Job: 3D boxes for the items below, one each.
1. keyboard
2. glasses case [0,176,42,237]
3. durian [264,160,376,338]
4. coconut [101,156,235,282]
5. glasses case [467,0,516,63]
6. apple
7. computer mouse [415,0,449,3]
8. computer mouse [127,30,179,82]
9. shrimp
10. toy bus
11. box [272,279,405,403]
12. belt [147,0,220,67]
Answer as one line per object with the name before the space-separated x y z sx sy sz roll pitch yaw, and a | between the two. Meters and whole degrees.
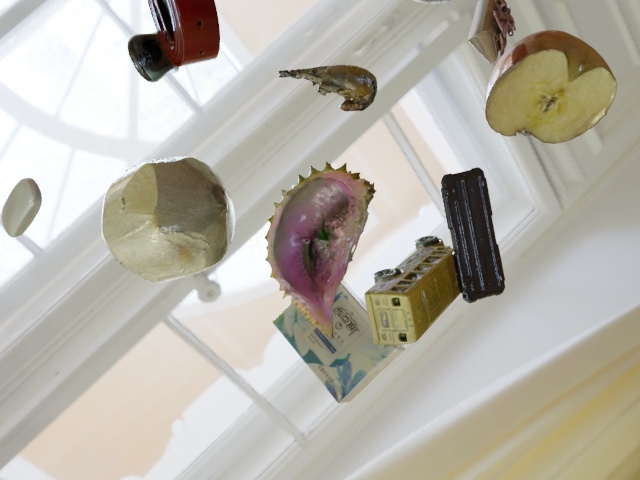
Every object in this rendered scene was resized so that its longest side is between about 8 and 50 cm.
keyboard | 0.303 -0.010 1.278 0.016 0.106 0.262 -175 72 -71
glasses case | -0.702 -0.076 1.502 0.049 0.197 0.076 -19 -105 -48
durian | -0.009 -0.005 1.089 0.186 0.261 0.154 31 179 -15
coconut | -0.289 -0.047 1.254 0.245 0.247 0.245 33 -134 -42
glasses case | 0.393 -0.470 1.411 0.102 0.193 0.070 39 136 -17
apple | 0.530 -0.376 1.527 0.292 0.251 0.163 16 -134 -16
computer mouse | 0.132 -0.553 1.144 0.323 0.116 0.183 44 158 -8
computer mouse | -0.463 -0.530 1.820 0.233 0.096 0.137 -77 -30 -66
shrimp | 0.016 -0.395 1.657 0.262 0.117 0.066 2 -174 9
toy bus | 0.207 0.092 1.313 0.123 0.335 0.121 -4 107 35
box | 0.045 0.240 1.617 0.274 0.203 0.116 48 -174 21
belt | -0.362 -0.619 1.651 0.227 0.115 0.324 8 117 60
